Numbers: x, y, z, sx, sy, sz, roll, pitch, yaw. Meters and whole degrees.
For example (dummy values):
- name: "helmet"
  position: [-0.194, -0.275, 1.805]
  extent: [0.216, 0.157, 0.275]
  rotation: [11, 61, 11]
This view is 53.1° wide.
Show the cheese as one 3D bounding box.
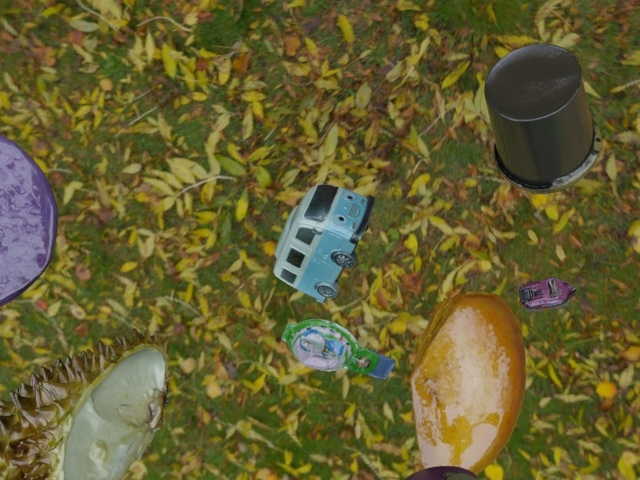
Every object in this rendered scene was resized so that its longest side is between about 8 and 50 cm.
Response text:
- name: "cheese"
  position: [0.048, 0.307, 1.777]
  extent: [0.320, 0.083, 0.204]
  rotation: [22, 128, -2]

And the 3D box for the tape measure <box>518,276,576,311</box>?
- name: "tape measure"
  position: [0.546, 0.128, 1.548]
  extent: [0.125, 0.118, 0.074]
  rotation: [-19, 69, 40]

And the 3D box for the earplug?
- name: "earplug"
  position: [-0.484, -0.008, 0.882]
  extent: [0.215, 0.456, 0.215]
  rotation: [2, 86, -24]

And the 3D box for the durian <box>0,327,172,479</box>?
- name: "durian"
  position: [-0.235, 0.183, 0.609]
  extent: [0.144, 0.252, 0.139]
  rotation: [-14, 116, 26]

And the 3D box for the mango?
- name: "mango"
  position: [0.248, 0.255, 1.125]
  extent: [0.199, 0.201, 0.350]
  rotation: [-6, 69, 48]

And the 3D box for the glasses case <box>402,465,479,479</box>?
- name: "glasses case"
  position: [0.162, 0.378, 0.817]
  extent: [0.123, 0.316, 0.076]
  rotation: [-11, 96, 5]

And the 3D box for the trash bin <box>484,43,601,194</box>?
- name: "trash bin"
  position: [0.451, -0.218, 1.298]
  extent: [0.214, 0.214, 0.334]
  rotation: [-10, 152, 20]

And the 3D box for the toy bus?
- name: "toy bus"
  position: [0.000, 0.000, 1.363]
  extent: [0.164, 0.133, 0.271]
  rotation: [24, 142, -1]
